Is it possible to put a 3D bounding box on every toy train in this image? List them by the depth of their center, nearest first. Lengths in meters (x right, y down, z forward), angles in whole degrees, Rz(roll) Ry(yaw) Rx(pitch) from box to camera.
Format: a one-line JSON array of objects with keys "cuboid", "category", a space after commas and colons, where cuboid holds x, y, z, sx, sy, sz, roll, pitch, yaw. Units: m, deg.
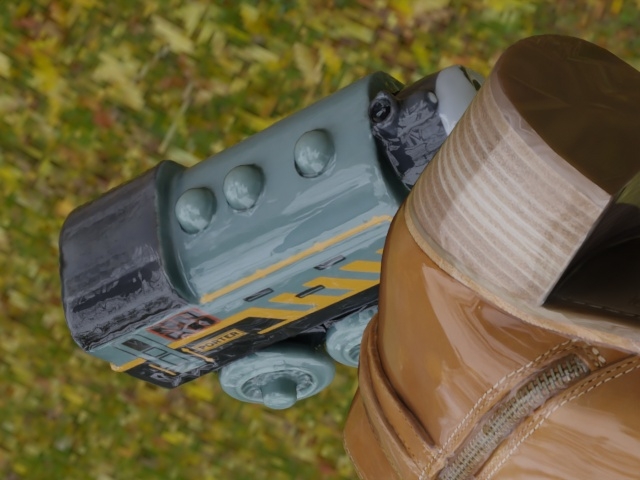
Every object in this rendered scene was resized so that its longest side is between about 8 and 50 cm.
[{"cuboid": [0.000, 0.000, 1.041, 0.334, 0.142, 0.190, -23, 149, 31], "category": "toy train"}]

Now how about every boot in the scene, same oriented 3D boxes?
[{"cuboid": [0.113, 0.094, 0.592, 0.283, 0.109, 0.220, 45, 141, 21], "category": "boot"}]
